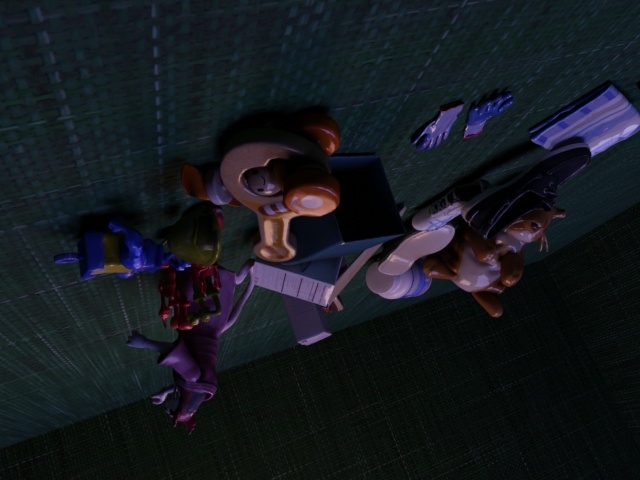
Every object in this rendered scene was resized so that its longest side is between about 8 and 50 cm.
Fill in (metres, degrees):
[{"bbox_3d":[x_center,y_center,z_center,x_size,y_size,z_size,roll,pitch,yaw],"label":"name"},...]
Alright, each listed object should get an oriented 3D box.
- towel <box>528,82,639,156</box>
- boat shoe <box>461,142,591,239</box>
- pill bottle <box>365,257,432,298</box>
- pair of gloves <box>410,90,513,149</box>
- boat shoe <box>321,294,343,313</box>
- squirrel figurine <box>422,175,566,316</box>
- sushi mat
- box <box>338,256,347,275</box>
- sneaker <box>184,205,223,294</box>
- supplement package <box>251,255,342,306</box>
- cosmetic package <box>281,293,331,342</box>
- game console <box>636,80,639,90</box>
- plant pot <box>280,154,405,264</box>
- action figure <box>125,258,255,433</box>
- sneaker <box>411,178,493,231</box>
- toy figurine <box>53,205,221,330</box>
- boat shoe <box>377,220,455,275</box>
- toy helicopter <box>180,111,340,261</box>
[{"bbox_3d":[0.636,-0.263,1.404,0.209,0.034,0.285,-33,152,32],"label":"towel"},{"bbox_3d":[0.521,-0.111,1.455,0.340,0.113,0.127,-28,147,10],"label":"boat shoe"},{"bbox_3d":[0.270,0.127,2.072,0.152,0.152,0.272,-31,162,29],"label":"pill bottle"},{"bbox_3d":[0.270,-0.226,1.138,0.198,0.023,0.159,-19,164,-14],"label":"pair of gloves"},{"bbox_3d":[-0.001,0.204,2.041,0.123,0.123,0.342,-21,171,-6],"label":"boat shoe"},{"bbox_3d":[0.546,-0.030,1.808,0.370,0.281,0.397,-56,179,30],"label":"squirrel figurine"},{"bbox_3d":[0.117,0.041,1.568,0.316,0.019,0.151,-47,166,-10],"label":"sushi mat"},{"bbox_3d":[0.006,0.049,1.556,0.102,0.101,0.087,-23,164,-4],"label":"box"},{"bbox_3d":[-0.213,0.028,1.142,0.087,0.128,0.221,-17,164,-18],"label":"sneaker"},{"bbox_3d":[-0.050,0.057,1.318,0.180,0.105,0.105,17,145,0],"label":"supplement package"},{"bbox_3d":[-0.051,0.160,1.608,0.086,0.230,0.117,-23,165,5],"label":"cosmetic package"},{"bbox_3d":[0.898,-0.388,1.400,0.213,0.043,0.362,-32,161,37],"label":"game console"},{"bbox_3d":[0.008,-0.040,1.165,0.166,0.165,0.234,-8,165,-41],"label":"plant pot"},{"bbox_3d":[-0.269,0.243,1.327,0.276,0.369,0.248,-4,151,-2],"label":"action figure"},{"bbox_3d":[0.345,-0.098,1.580,0.237,0.085,0.086,-26,139,24],"label":"sneaker"},{"bbox_3d":[-0.316,0.050,0.966,0.218,0.191,0.363,4,170,-27],"label":"toy figurine"},{"bbox_3d":[0.279,-0.001,1.764,0.117,0.096,0.324,19,146,-19],"label":"boat shoe"},{"bbox_3d":[-0.094,-0.058,0.984,0.235,0.140,0.355,2,150,-3],"label":"toy helicopter"}]
